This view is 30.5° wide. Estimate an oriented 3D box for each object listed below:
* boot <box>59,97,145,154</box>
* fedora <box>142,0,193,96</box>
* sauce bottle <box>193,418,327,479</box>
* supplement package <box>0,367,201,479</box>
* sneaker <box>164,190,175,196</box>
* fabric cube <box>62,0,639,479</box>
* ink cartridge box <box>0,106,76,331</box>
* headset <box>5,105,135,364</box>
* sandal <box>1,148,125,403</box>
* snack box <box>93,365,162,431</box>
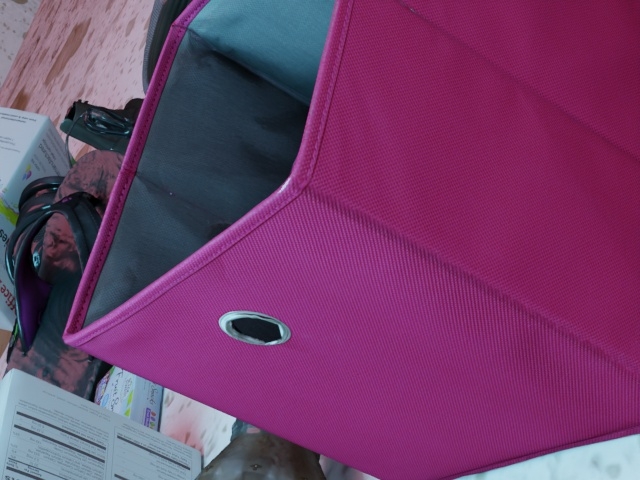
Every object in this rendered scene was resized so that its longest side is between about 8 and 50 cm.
[{"bbox_3d":[-0.312,-0.185,1.730,0.077,0.137,0.198,-54,24,18],"label":"boot"},{"bbox_3d":[-0.119,-0.270,1.445,0.244,0.124,0.275,-38,41,47],"label":"fedora"},{"bbox_3d":[-0.048,0.223,0.776,0.111,0.111,0.344,-34,37,48],"label":"sauce bottle"},{"bbox_3d":[-0.230,0.290,0.965,0.199,0.198,0.263,-49,26,25],"label":"supplement package"},{"bbox_3d":[-0.180,-0.028,1.283,0.131,0.112,0.319,-13,47,31],"label":"sneaker"},{"bbox_3d":[0.046,-0.029,0.679,0.254,0.258,0.259,-30,38,49],"label":"fabric cube"},{"bbox_3d":[-0.483,-0.031,1.778,0.117,0.201,0.278,12,60,20],"label":"ink cartridge box"},{"bbox_3d":[-0.338,0.002,1.637,0.243,0.185,0.394,-107,35,-64],"label":"headset"},{"bbox_3d":[-0.299,0.069,1.394,0.167,0.107,0.446,-4,60,22],"label":"sandal"},{"bbox_3d":[-0.207,0.182,1.238,0.100,0.037,0.141,-45,28,30],"label":"snack box"}]
